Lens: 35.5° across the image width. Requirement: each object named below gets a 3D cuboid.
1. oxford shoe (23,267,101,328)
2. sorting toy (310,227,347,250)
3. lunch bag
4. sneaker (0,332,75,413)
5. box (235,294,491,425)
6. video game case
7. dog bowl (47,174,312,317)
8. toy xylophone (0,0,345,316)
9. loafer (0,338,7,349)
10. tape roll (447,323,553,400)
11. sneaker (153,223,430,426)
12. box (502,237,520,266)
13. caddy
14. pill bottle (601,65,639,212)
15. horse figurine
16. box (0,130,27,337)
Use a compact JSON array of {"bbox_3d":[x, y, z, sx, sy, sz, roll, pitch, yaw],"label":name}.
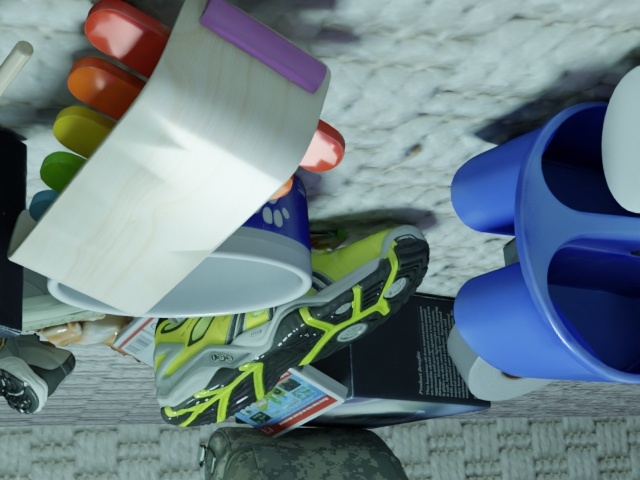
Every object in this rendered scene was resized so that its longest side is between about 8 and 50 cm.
[{"bbox_3d":[-0.349,0.043,1.117,0.169,0.130,0.449,-18,174,25],"label":"oxford shoe"},{"bbox_3d":[0.000,0.000,1.203,0.062,0.012,0.083,3,163,-18],"label":"sorting toy"},{"bbox_3d":[-0.025,0.393,1.561,0.305,0.212,0.256,5,-157,-18],"label":"lunch bag"},{"bbox_3d":[-0.475,0.186,1.540,0.272,0.100,0.108,12,-141,42],"label":"sneaker"},{"bbox_3d":[0.059,0.198,1.594,0.294,0.182,0.296,11,158,-37],"label":"box"},{"bbox_3d":[-0.129,0.176,1.399,0.285,0.025,0.204,33,142,-16],"label":"video game case"},{"bbox_3d":[-0.142,0.002,1.023,0.265,0.104,0.265,-2,163,-1],"label":"dog bowl"},{"bbox_3d":[-0.147,-0.057,0.731,0.236,0.081,0.323,34,133,-29],"label":"toy xylophone"},{"bbox_3d":[-0.474,0.112,1.413,0.062,0.061,0.170,-3,163,5],"label":"loafer"},{"bbox_3d":[0.299,0.141,1.464,0.219,0.072,0.219,-16,141,-13],"label":"tape roll"},{"bbox_3d":[-0.052,0.075,1.187,0.385,0.147,0.145,-31,152,13],"label":"sneaker"},{"bbox_3d":[0.383,0.054,1.226,0.271,0.143,0.165,1,163,-11],"label":"box"},{"bbox_3d":[0.277,0.011,0.898,0.341,0.241,0.179,7,165,-33],"label":"caddy"},{"bbox_3d":[0.367,-0.075,0.771,0.272,0.152,0.152,2,163,-13],"label":"pill bottle"},{"bbox_3d":[-0.331,0.123,1.473,0.263,0.066,0.174,9,154,-42],"label":"horse figurine"},{"bbox_3d":[-0.454,-0.022,0.755,0.313,0.178,0.343,-10,162,18],"label":"box"}]
